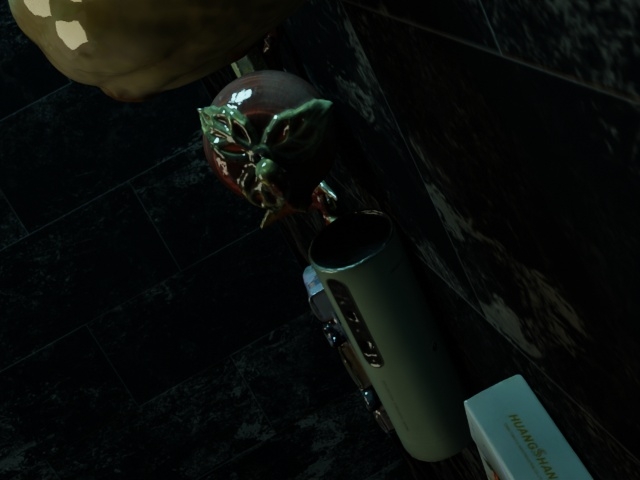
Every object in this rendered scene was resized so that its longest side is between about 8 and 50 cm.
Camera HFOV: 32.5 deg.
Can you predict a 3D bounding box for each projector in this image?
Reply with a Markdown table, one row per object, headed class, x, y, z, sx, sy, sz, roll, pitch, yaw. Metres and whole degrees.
| class | x | y | z | sx | sy | sz | roll | pitch | yaw |
| --- | --- | --- | --- | --- | --- | --- | --- | --- | --- |
| projector | 0.095 | 0.121 | 1.327 | 0.337 | 0.108 | 0.108 | 64 | 175 | -33 |

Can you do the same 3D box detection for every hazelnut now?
| class | x | y | z | sx | sy | sz | roll | pitch | yaw |
| --- | --- | --- | --- | --- | --- | --- | --- | --- | --- |
| hazelnut | -0.097 | -0.229 | 0.803 | 0.241 | 0.261 | 0.261 | 28 | 174 | 2 |

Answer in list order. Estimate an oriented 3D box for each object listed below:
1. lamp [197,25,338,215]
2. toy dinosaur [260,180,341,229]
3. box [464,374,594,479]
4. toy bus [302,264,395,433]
| class | x | y | z | sx | sy | sz | roll | pitch | yaw |
| --- | --- | --- | --- | --- | --- | --- | --- | --- | --- |
| lamp | -0.067 | -0.137 | 1.247 | 0.223 | 0.151 | 0.215 | -125 | 11 | -68 |
| toy dinosaur | 0.005 | 0.009 | 1.595 | 0.327 | 0.113 | 0.206 | 56 | 173 | 33 |
| box | 0.214 | 0.249 | 1.045 | 0.149 | 0.067 | 0.233 | 56 | 173 | 40 |
| toy bus | 0.076 | 0.169 | 1.847 | 0.317 | 0.112 | 0.138 | 64 | 179 | -27 |
